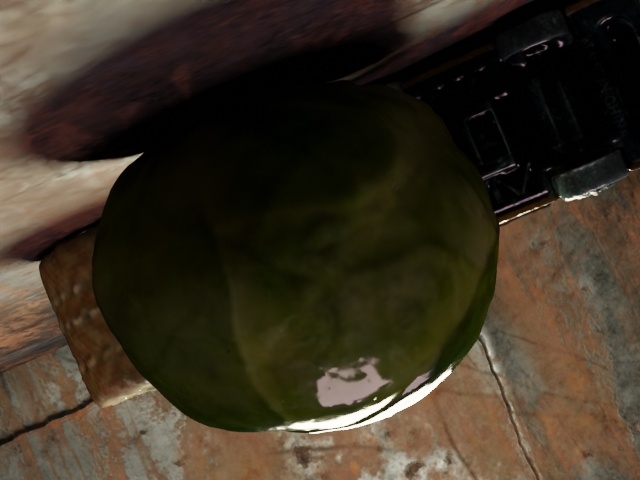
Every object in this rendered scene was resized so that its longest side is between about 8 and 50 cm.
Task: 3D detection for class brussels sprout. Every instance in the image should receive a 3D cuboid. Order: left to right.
[{"bbox_3d":[0.000,0.000,0.910,0.219,0.210,0.271,-20,-165,34],"label":"brussels sprout"}]

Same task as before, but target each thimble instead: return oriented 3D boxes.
[{"bbox_3d":[-0.109,0.040,1.243,0.229,0.148,0.196,-18,175,-46],"label":"thimble"}]

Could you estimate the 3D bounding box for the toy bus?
[{"bbox_3d":[0.145,-0.083,1.091,0.275,0.138,0.167,-23,179,23],"label":"toy bus"}]
